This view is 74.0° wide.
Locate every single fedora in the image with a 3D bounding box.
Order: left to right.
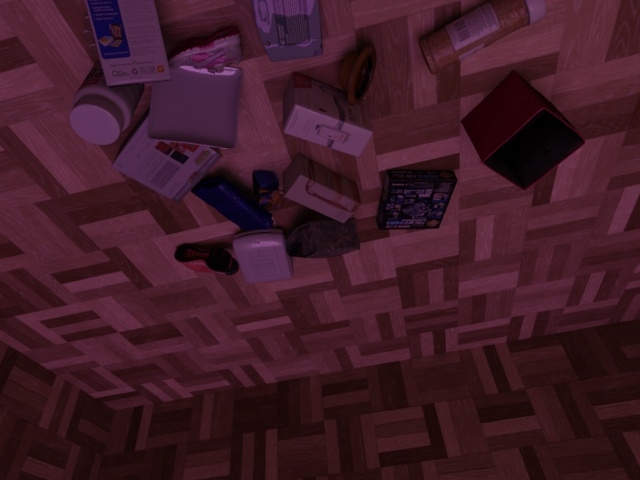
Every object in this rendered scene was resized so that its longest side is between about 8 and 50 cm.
[{"bbox_3d":[0.112,-0.544,1.386,0.079,0.194,0.194,28,140,17],"label":"fedora"}]

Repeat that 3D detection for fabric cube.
[{"bbox_3d":[0.710,-0.388,1.515,0.254,0.258,0.259,23,131,-26],"label":"fabric cube"}]

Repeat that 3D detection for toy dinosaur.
[{"bbox_3d":[-0.181,-0.176,1.637,0.112,0.064,0.211,0,169,-3],"label":"toy dinosaur"}]

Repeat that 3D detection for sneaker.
[{"bbox_3d":[-0.355,-0.567,1.322,0.252,0.103,0.111,-12,136,8],"label":"sneaker"},{"bbox_3d":[-0.526,0.101,2.016,0.313,0.116,0.136,13,154,9],"label":"sneaker"}]

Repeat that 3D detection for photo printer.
[{"bbox_3d":[-0.272,0.067,2.016,0.255,0.107,0.308,-7,137,2],"label":"photo printer"}]

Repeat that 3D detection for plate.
[{"bbox_3d":[-0.403,-0.440,1.378,0.277,0.278,0.045,5,174,-13],"label":"plate"}]

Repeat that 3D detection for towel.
[{"bbox_3d":[-0.356,-0.152,1.758,0.227,0.076,0.308,2,150,44],"label":"towel"}]

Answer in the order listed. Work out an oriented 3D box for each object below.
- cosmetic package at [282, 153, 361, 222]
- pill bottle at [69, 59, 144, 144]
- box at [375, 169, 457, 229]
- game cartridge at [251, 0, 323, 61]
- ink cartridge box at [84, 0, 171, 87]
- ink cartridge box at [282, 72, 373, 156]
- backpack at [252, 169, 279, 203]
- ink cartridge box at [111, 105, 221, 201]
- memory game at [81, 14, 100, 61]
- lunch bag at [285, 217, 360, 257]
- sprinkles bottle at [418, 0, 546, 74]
[{"bbox_3d":[0.005,-0.207,1.717,0.296,0.153,0.129,21,130,-28],"label":"cosmetic package"},{"bbox_3d":[-0.653,-0.430,1.305,0.160,0.283,0.160,-3,137,-3],"label":"pill bottle"},{"bbox_3d":[0.411,-0.171,1.855,0.295,0.073,0.293,-1,138,-5],"label":"box"},{"bbox_3d":[-0.101,-0.688,1.255,0.197,0.062,0.297,-3,138,3],"label":"game cartridge"},{"bbox_3d":[-0.542,-0.626,1.168,0.175,0.069,0.371,-13,110,-16],"label":"ink cartridge box"},{"bbox_3d":[0.021,-0.424,1.440,0.282,0.207,0.117,13,136,-20],"label":"ink cartridge box"},{"bbox_3d":[-0.221,-0.210,1.728,0.101,0.098,0.120,-9,138,-16],"label":"backpack"},{"bbox_3d":[-0.548,-0.324,1.544,0.271,0.130,0.309,33,126,-32],"label":"ink cartridge box"},{"bbox_3d":[-0.610,-0.607,1.260,0.186,0.012,0.186,-4,110,-11],"label":"memory game"},{"bbox_3d":[0.000,0.000,1.883,0.235,0.169,0.287,-4,171,-30],"label":"lunch bag"},{"bbox_3d":[0.488,-0.651,1.306,0.355,0.121,0.121,-23,135,19],"label":"sprinkles bottle"}]
